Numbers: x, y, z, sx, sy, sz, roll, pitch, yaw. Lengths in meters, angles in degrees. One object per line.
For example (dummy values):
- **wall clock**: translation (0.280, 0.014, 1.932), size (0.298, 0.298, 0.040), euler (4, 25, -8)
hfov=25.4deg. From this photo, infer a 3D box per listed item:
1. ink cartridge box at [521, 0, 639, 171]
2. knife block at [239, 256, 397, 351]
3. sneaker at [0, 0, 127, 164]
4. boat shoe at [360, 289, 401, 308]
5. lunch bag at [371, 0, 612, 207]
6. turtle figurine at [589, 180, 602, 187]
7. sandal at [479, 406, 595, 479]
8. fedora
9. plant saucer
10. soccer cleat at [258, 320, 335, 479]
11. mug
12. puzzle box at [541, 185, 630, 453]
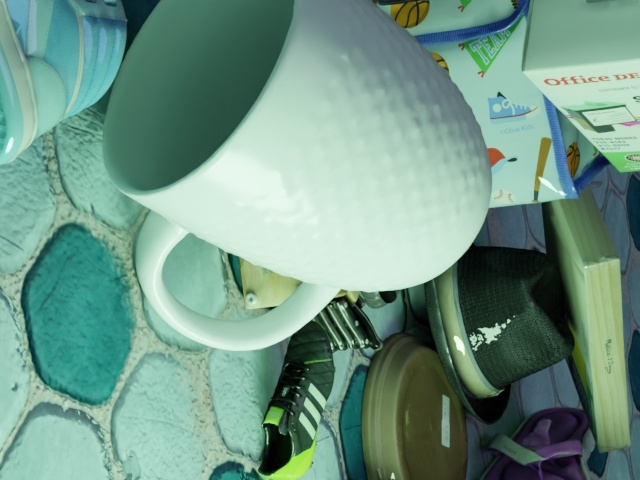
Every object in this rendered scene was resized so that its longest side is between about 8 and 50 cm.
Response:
- **ink cartridge box**: translation (0.378, -0.187, 1.596), size (0.278, 0.201, 0.117), euler (33, 62, -48)
- **knife block**: translation (0.000, 0.000, 1.644), size (0.242, 0.088, 0.276), euler (-8, 90, -63)
- **sneaker**: translation (-0.262, -0.237, 1.180), size (0.208, 0.127, 0.319), euler (-36, 124, -57)
- **boat shoe**: translation (0.111, 0.016, 1.860), size (0.228, 0.080, 0.076), euler (-49, 132, -53)
- **lunch bag**: translation (0.157, -0.234, 1.748), size (0.239, 0.328, 0.385), euler (-37, 117, -57)
- **turtle figurine**: translation (0.293, -0.160, 2.079), size (0.274, 0.198, 0.266), euler (41, 52, 8)
- **sandal**: translation (0.315, 0.309, 2.086), size (0.416, 0.169, 0.102), euler (-43, 124, -71)
- **fedora**: translation (0.265, 0.100, 2.003), size (0.334, 0.152, 0.334), euler (-14, 90, -70)
- **plant saucer**: translation (0.133, 0.258, 1.879), size (0.278, 0.041, 0.278), euler (27, 59, -57)
- **soccer cleat**: translation (-0.028, 0.176, 1.549), size (0.072, 0.060, 0.179), euler (5, 95, -55)
- **mug**: translation (-0.027, -0.057, 1.389), size (0.328, 0.276, 0.374), euler (30, 100, -35)
- **puzzle box**: translation (0.383, 0.081, 2.067), size (0.272, 0.052, 0.409), euler (-102, 178, -46)
